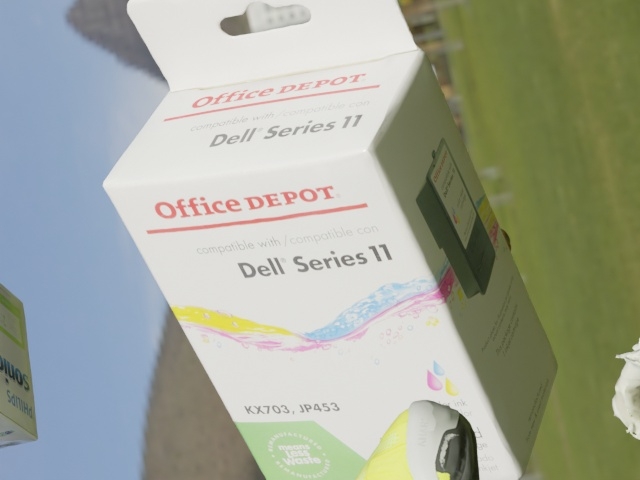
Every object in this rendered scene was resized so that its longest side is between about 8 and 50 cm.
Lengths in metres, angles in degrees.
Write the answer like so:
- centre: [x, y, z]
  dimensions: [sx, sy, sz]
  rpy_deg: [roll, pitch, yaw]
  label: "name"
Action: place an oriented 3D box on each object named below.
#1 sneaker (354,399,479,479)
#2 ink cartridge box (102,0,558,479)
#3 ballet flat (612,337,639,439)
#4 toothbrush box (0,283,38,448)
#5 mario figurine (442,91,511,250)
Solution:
- centre: [-0.024, 0.260, 1.023]
  dimensions: [0.145, 0.147, 0.385]
  rpy_deg: [-62, -4, -82]
  label: "sneaker"
- centre: [0.000, 0.000, 1.199]
  dimensions: [0.353, 0.207, 0.119]
  rpy_deg: [63, -145, -30]
  label: "ink cartridge box"
- centre: [0.292, 0.135, 0.866]
  dimensions: [0.409, 0.147, 0.147]
  rpy_deg: [30, 141, 52]
  label: "ballet flat"
- centre: [-0.374, 0.098, 1.306]
  dimensions: [0.206, 0.283, 0.122]
  rpy_deg: [59, -159, -68]
  label: "toothbrush box"
- centre: [0.116, -0.066, 2.242]
  dimensions: [0.320, 0.198, 0.170]
  rpy_deg: [53, -179, 26]
  label: "mario figurine"
